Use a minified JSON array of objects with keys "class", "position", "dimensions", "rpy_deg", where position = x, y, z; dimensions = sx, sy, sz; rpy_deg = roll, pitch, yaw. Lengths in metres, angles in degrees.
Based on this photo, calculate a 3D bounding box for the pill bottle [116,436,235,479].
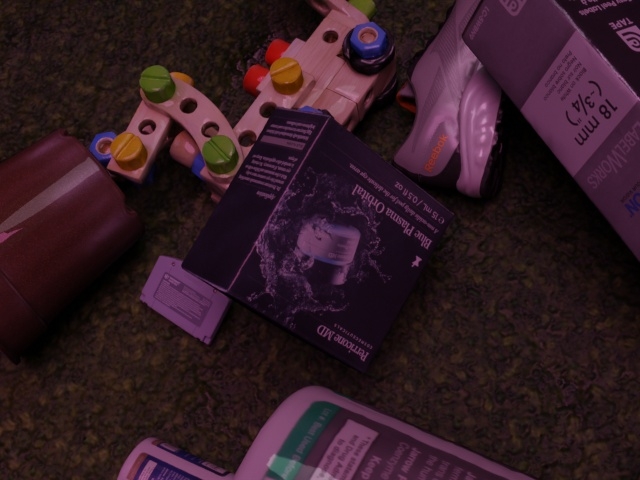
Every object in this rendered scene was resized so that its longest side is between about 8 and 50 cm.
[{"class":"pill bottle","position":[-0.103,0.215,0.763],"dimensions":[0.120,0.067,0.067],"rpy_deg":[20,74,16]}]

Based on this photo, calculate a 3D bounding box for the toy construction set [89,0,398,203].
[{"class":"toy construction set","position":[-0.055,-0.160,0.868],"dimensions":[0.215,0.151,0.327],"rpy_deg":[29,87,19]}]

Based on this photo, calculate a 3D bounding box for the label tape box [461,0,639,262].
[{"class":"label tape box","position":[0.309,-0.100,0.738],"dimensions":[0.241,0.106,0.333],"rpy_deg":[-21,67,-30]}]

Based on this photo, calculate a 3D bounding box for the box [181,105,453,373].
[{"class":"box","position":[0.000,0.000,0.762],"dimensions":[0.093,0.156,0.158],"rpy_deg":[21,79,57]}]

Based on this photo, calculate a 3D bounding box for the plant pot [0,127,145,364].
[{"class":"plant pot","position":[-0.259,-0.004,0.831],"dimensions":[0.165,0.167,0.167],"rpy_deg":[-39,68,-15]}]

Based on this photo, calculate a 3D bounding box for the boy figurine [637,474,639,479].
[{"class":"boy figurine","position":[0.379,0.151,0.697],"dimensions":[0.285,0.092,0.177],"rpy_deg":[-25,67,0]}]

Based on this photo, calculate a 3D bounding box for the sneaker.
[{"class":"sneaker","position":[0.130,-0.173,0.861],"dimensions":[0.108,0.100,0.271],"rpy_deg":[7,70,18]}]

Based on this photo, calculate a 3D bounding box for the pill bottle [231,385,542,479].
[{"class":"pill bottle","position":[0.111,0.258,0.637],"dimensions":[0.361,0.204,0.204],"rpy_deg":[21,74,17]}]

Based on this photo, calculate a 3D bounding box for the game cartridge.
[{"class":"game cartridge","position":[-0.121,0.051,0.848],"dimensions":[0.083,0.017,0.056],"rpy_deg":[31,103,18]}]
